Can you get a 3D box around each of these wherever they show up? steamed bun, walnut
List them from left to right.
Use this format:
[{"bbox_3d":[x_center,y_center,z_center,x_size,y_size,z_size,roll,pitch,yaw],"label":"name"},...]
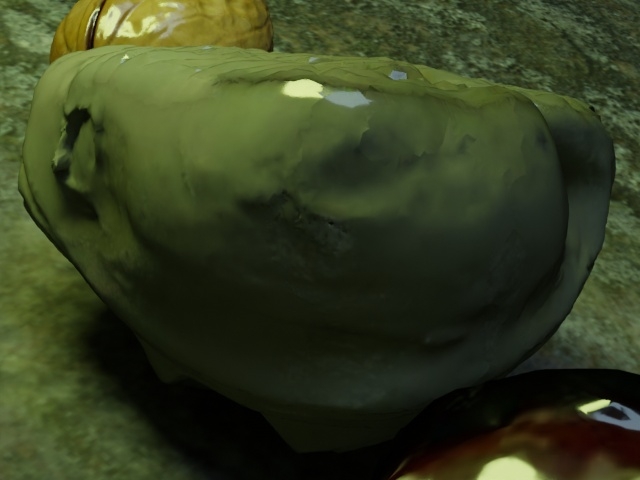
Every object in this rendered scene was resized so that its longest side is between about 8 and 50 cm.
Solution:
[{"bbox_3d":[-0.120,-0.135,0.911,0.144,0.144,0.180,30,39,18],"label":"walnut"},{"bbox_3d":[-0.006,0.001,0.708,0.324,0.219,0.310,10,10,35],"label":"steamed bun"}]

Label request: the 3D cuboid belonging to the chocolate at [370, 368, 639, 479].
[{"bbox_3d":[0.148,0.211,0.472,0.340,0.225,0.210,20,41,10],"label":"chocolate"}]
